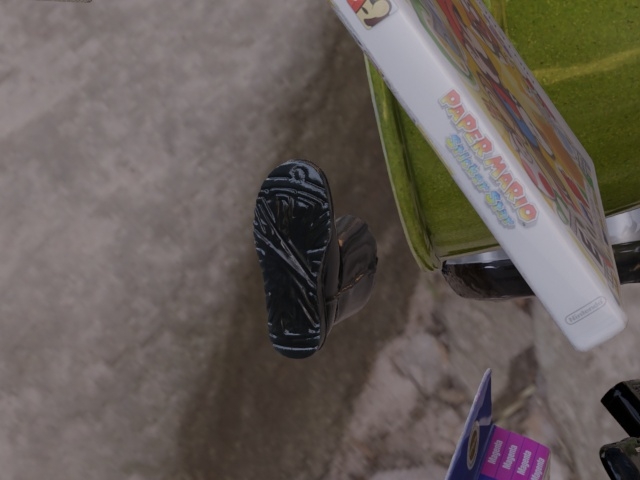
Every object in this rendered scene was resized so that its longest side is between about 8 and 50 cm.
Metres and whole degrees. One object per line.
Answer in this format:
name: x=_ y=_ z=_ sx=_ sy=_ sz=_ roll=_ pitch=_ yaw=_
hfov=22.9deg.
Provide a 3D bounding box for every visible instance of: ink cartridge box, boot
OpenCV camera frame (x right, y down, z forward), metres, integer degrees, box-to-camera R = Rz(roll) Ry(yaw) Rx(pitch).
ink cartridge box: x=0.140 y=0.339 z=1.378 sx=0.071 sy=0.330 sz=0.324 roll=9 pitch=40 yaw=16
boot: x=0.000 y=0.000 z=1.901 sx=0.094 sy=0.246 sz=0.207 roll=4 pitch=19 yaw=18

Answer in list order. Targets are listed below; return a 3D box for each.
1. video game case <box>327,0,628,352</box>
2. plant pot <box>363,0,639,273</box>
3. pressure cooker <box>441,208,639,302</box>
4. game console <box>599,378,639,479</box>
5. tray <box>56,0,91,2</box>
video game case: x=0.053 y=-0.079 z=0.640 sx=0.026 sy=0.206 sz=0.227 roll=-33 pitch=11 yaw=15
plant pot: x=0.214 y=-0.181 z=0.956 sx=0.353 sy=0.366 sz=0.366 roll=-7 pitch=57 yaw=9
pressure cooker: x=0.259 y=-0.169 z=1.543 sx=0.370 sy=0.375 sz=0.420 roll=-9 pitch=92 yaw=0
game console: x=0.369 y=0.245 z=1.721 sx=0.044 sy=0.361 sz=0.213 roll=-45 pitch=70 yaw=16
tray: x=-0.256 y=-0.176 z=0.978 sx=0.270 sy=0.145 sz=0.030 roll=10 pitch=101 yaw=15
